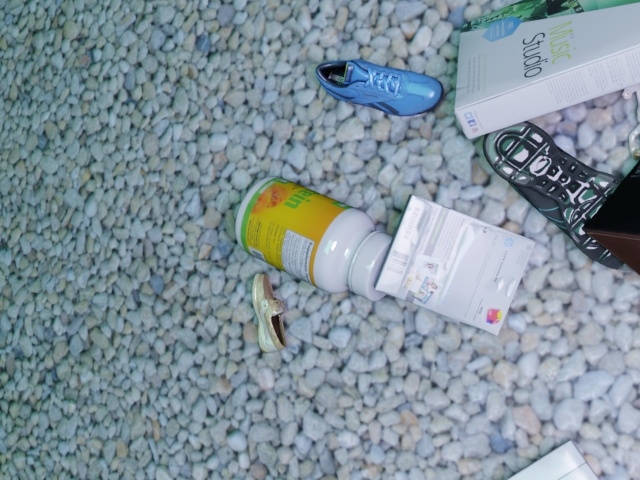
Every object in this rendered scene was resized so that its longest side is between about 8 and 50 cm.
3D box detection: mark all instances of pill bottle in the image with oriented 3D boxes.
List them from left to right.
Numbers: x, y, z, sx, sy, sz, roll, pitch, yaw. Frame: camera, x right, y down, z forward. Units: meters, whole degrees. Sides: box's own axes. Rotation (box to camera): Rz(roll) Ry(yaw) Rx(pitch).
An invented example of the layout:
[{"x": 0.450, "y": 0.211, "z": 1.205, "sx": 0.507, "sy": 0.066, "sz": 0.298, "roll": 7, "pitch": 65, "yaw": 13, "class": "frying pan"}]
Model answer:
[{"x": 0.000, "y": 0.000, "z": 1.130, "sx": 0.246, "sy": 0.136, "sz": 0.136, "roll": 24, "pitch": 97, "yaw": 29, "class": "pill bottle"}]

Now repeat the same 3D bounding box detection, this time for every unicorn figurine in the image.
[{"x": 0.445, "y": -0.158, "z": 0.948, "sx": 0.162, "sy": 0.060, "sz": 0.111, "roll": 16, "pitch": 92, "yaw": 14, "class": "unicorn figurine"}]

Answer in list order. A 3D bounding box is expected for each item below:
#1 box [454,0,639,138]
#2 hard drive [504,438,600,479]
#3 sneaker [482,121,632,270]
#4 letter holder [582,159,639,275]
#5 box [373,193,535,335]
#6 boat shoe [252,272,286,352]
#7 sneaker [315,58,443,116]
[{"x": 0.335, "y": -0.266, "z": 0.944, "sx": 0.322, "sy": 0.058, "sz": 0.232, "roll": -16, "pitch": 38, "yaw": 26, "class": "box"}, {"x": 0.329, "y": 0.471, "z": 0.925, "sx": 0.233, "sy": 0.047, "sz": 0.353, "roll": -36, "pitch": 68, "yaw": 10, "class": "hard drive"}, {"x": 0.335, "y": -0.068, "z": 0.978, "sx": 0.267, "sy": 0.106, "sz": 0.101, "roll": 44, "pitch": 101, "yaw": 5, "class": "sneaker"}, {"x": 0.463, "y": 0.003, "z": 0.771, "sx": 0.214, "sy": 0.302, "sz": 0.152, "roll": 39, "pitch": 91, "yaw": -4, "class": "letter holder"}, {"x": 0.187, "y": 0.034, "z": 1.027, "sx": 0.186, "sy": 0.038, "sz": 0.145, "roll": 20, "pitch": 96, "yaw": -1, "class": "box"}, {"x": -0.081, "y": 0.119, "z": 1.217, "sx": 0.045, "sy": 0.050, "sz": 0.135, "roll": -9, "pitch": 90, "yaw": 25, "class": "boat shoe"}, {"x": 0.087, "y": -0.244, "z": 1.141, "sx": 0.209, "sy": 0.082, "sz": 0.069, "roll": 16, "pitch": 91, "yaw": 28, "class": "sneaker"}]
